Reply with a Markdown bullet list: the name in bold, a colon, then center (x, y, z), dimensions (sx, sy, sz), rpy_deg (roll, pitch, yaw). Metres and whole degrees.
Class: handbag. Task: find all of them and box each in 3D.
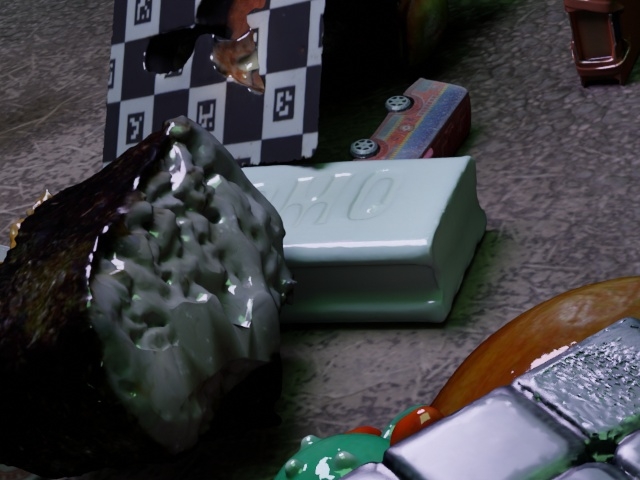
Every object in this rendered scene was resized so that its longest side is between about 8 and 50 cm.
- **handbag**: center (0.299, -0.255, 2.028), dimensions (0.063, 0.127, 0.190), rpy_deg (0, 35, 24)

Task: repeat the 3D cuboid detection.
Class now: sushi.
- **sushi**: center (-0.149, 0.069, 1.588), dimensions (0.207, 0.234, 0.348), rpy_deg (-23, 19, 27)
- **sushi**: center (-0.084, -0.232, 1.968), dimensions (0.064, 0.343, 0.359), rpy_deg (9, -8, -39)

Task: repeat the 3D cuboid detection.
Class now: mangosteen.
- **mangosteen**: center (0.002, -0.317, 2.129), dimensions (0.311, 0.311, 0.311), rpy_deg (-12, 30, 7)

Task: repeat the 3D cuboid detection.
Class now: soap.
- **soap**: center (0.000, 0.000, 1.780), dimensions (0.265, 0.087, 0.160), rpy_deg (-2, 33, 23)

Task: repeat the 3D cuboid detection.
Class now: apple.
- **apple**: center (0.172, 0.142, 1.430), dimensions (0.179, 0.254, 0.346), rpy_deg (46, 58, 9)

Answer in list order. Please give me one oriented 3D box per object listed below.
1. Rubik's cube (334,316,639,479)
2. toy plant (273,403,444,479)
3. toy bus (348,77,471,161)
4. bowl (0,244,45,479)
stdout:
- **Rubik's cube**: center (0.142, 0.298, 0.961), dimensions (0.337, 0.344, 0.344), rpy_deg (-28, 33, -17)
- **toy plant**: center (-0.022, 0.255, 1.239), dimensions (0.185, 0.279, 0.400), rpy_deg (31, 53, 9)
- **toy bus**: center (0.083, -0.086, 1.911), dimensions (0.077, 0.065, 0.192), rpy_deg (8, 37, 23)
- **bowl**: center (-0.341, 0.086, 1.730), dimensions (0.337, 0.157, 0.337), rpy_deg (-11, 30, 6)
